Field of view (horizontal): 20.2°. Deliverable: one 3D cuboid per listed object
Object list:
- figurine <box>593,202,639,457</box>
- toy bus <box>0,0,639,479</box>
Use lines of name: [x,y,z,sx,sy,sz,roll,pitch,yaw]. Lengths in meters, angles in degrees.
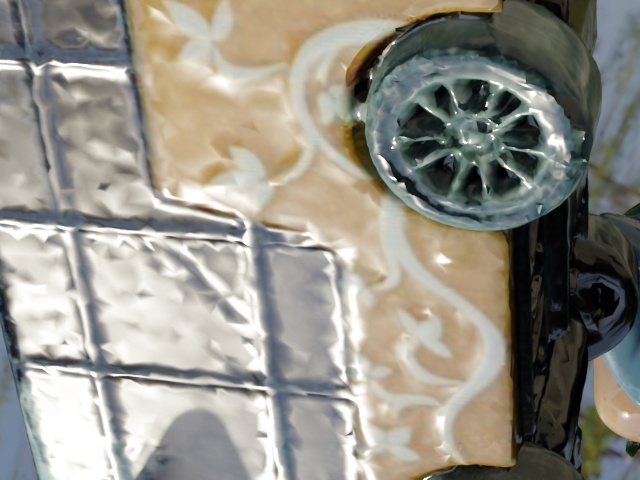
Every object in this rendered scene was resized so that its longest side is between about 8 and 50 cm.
figurine: [0.182,0.067,0.796,0.178,0.144,0.114,41,-140,26]
toy bus: [0.000,0.000,0.574,0.194,0.323,0.162,5,-143,13]
